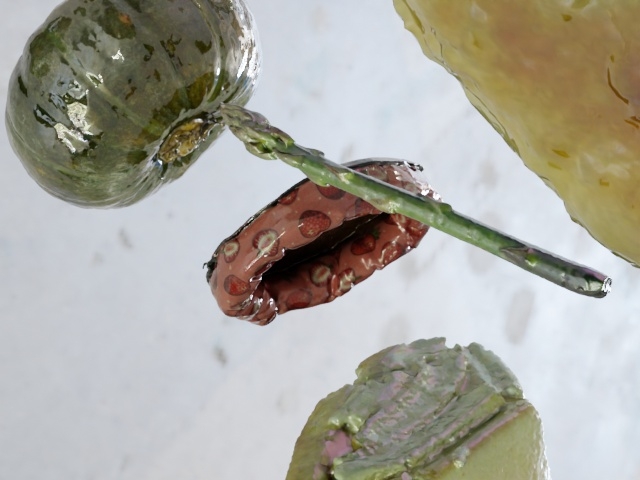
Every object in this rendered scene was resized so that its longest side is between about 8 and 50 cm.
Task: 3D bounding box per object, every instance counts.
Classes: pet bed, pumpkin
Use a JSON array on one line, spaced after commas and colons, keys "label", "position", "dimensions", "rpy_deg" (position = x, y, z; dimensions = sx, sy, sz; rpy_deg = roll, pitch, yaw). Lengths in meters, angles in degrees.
[{"label": "pet bed", "position": [0.000, 0.000, 1.499], "dimensions": [0.201, 0.053, 0.201], "rpy_deg": [-25, 160, -10]}, {"label": "pumpkin", "position": [-0.149, -0.126, 1.508], "dimensions": [0.224, 0.157, 0.223], "rpy_deg": [-41, 164, -15]}]

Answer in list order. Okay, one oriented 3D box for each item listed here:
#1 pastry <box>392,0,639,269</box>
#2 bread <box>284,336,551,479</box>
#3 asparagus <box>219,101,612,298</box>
[{"label": "pastry", "position": [0.157, -0.130, 0.708], "dimensions": [0.136, 0.330, 0.329], "rpy_deg": [-42, 133, -36]}, {"label": "bread", "position": [0.081, 0.197, 1.660], "dimensions": [0.257, 0.186, 0.124], "rpy_deg": [-39, 130, -39]}, {"label": "asparagus", "position": [0.039, -0.021, 0.941], "dimensions": [0.023, 0.233, 0.022], "rpy_deg": [-42, 147, -37]}]
